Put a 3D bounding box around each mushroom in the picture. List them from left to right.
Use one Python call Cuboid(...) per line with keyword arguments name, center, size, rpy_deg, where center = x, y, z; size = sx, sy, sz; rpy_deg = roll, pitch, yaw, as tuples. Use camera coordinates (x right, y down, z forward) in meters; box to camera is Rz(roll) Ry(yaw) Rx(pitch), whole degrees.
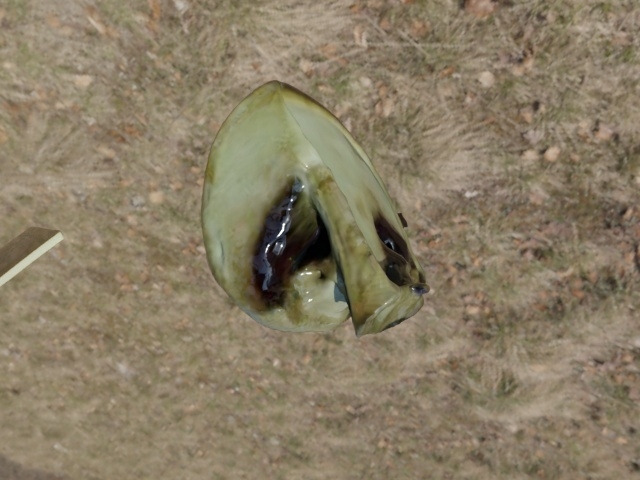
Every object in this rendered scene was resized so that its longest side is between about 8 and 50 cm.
Cuboid(name="mushroom", center=(-0.001, -0.003, 0.854), size=(0.292, 0.212, 0.217), rpy_deg=(51, -169, 19))

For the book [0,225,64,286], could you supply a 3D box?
Cuboid(name="book", center=(-0.338, 0.044, 0.723), size=(0.118, 0.172, 0.012), rpy_deg=(6, 134, 55))
